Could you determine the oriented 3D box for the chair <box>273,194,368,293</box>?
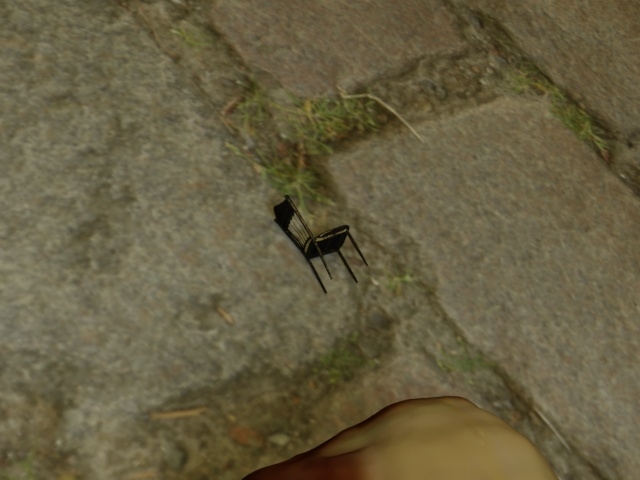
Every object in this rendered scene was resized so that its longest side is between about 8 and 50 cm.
[{"bbox_3d":[0.001,-0.001,0.888,0.042,0.037,0.086,-23,66,-29],"label":"chair"}]

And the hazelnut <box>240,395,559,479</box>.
[{"bbox_3d":[0.041,0.219,0.577,0.261,0.241,0.261,2,71,-5],"label":"hazelnut"}]
